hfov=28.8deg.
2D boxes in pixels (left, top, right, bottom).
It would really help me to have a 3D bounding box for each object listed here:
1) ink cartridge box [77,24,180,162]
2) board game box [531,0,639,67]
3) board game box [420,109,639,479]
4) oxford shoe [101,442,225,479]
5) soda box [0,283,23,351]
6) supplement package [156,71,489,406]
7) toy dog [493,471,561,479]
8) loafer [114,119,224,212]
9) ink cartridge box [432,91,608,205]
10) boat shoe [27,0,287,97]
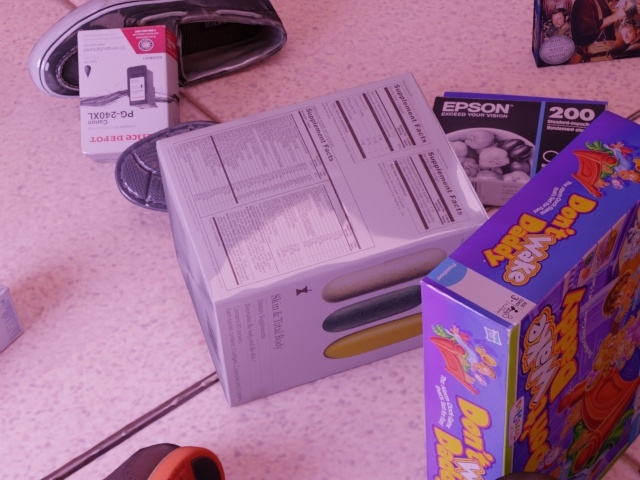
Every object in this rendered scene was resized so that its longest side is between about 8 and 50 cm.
[{"bbox_3d":[-0.227,-0.173,1.484,0.109,0.063,0.151,-3,86,4],"label":"ink cartridge box"},{"bbox_3d":[0.386,-0.302,1.531,0.243,0.165,0.042,-6,44,1],"label":"board game box"},{"bbox_3d":[0.185,0.101,1.005,0.078,0.347,0.233,30,55,31],"label":"board game box"},{"bbox_3d":[-0.194,0.281,1.066,0.098,0.097,0.271,4,36,40],"label":"oxford shoe"},{"bbox_3d":[-0.406,0.124,1.254,0.073,0.069,0.216,23,50,28],"label":"soda box"},{"bbox_3d":[0.000,0.000,1.216,0.262,0.199,0.198,-17,57,-11],"label":"supplement package"},{"bbox_3d":[0.297,0.254,0.886,0.407,0.285,0.395,-9,43,0],"label":"toy dog"},{"bbox_3d":[-0.082,-0.090,1.438,0.302,0.095,0.109,-13,84,-3],"label":"loafer"},{"bbox_3d":[0.228,-0.121,1.449,0.206,0.045,0.208,5,44,12],"label":"ink cartridge box"},{"bbox_3d":[-0.200,-0.252,1.580,0.335,0.121,0.119,-22,41,-18],"label":"boat shoe"}]
